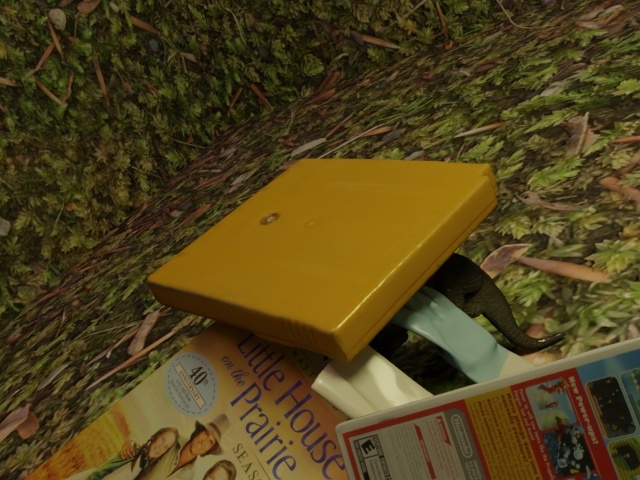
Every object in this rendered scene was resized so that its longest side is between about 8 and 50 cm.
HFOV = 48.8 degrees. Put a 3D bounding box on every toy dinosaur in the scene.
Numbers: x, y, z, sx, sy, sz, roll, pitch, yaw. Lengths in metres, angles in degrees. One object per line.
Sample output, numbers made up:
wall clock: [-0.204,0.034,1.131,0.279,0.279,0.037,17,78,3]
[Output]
toy dinosaur: [0.123,0.061,0.801,0.313,0.121,0.160,-1,49,4]

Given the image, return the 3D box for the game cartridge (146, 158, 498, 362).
game cartridge: [0.000,0.000,0.784,0.323,0.053,0.285,10,42,47]

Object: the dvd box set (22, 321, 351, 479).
dvd box set: [-0.134,0.262,0.699,0.420,0.062,0.307,-39,44,-5]

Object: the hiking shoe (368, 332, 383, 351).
hiking shoe: [0.034,0.198,0.803,0.132,0.113,0.304,-4,41,33]

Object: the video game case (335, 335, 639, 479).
video game case: [0.159,0.196,0.501,0.285,0.204,0.025,-23,-14,27]

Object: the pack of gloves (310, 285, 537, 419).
pack of gloves: [0.137,0.131,0.642,0.195,0.232,0.046,-46,-13,-46]
